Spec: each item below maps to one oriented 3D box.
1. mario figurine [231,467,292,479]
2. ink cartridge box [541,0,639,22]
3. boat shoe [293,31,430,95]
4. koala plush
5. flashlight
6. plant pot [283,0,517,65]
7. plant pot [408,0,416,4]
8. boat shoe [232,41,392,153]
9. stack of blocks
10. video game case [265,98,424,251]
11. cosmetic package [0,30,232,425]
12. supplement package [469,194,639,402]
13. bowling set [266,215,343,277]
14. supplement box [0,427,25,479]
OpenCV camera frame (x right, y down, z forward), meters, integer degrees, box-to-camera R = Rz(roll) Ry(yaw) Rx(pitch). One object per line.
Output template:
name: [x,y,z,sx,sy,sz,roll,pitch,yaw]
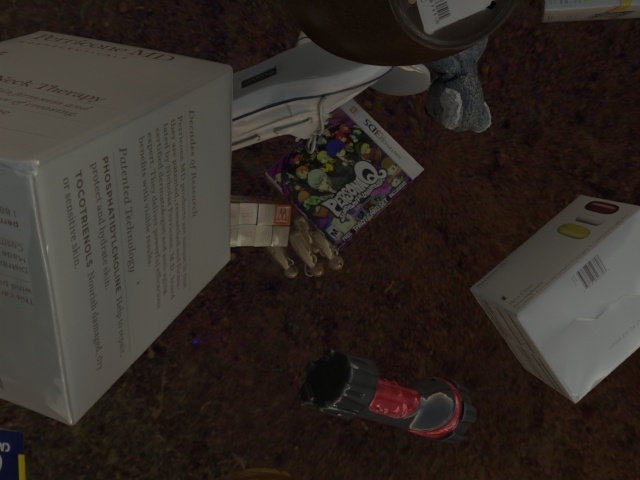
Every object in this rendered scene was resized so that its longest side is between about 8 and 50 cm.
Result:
mario figurine: [-0.078,0.392,0.569,0.170,0.198,0.320,-7,56,-10]
ink cartridge box: [0.406,-0.381,0.839,0.176,0.127,0.128,2,102,17]
boat shoe: [0.084,-0.355,1.164,0.268,0.096,0.088,11,64,2]
koala plush: [0.270,-0.325,1.236,0.203,0.196,0.221,-23,77,35]
flashlight: [0.110,0.222,0.862,0.103,0.304,0.103,-1,68,43]
plant pot: [0.079,-0.244,0.537,0.216,0.230,0.215,-5,119,-9]
plant pot: [0.134,-0.583,1.423,0.257,0.274,0.256,2,97,17]
boat shoe: [-0.037,-0.224,1.028,0.367,0.135,0.156,-17,135,12]
stack of blocks: [-0.226,-0.043,1.185,0.171,0.297,0.087,15,101,47]
video game case: [0.047,-0.131,1.173,0.232,0.042,0.210,-42,81,-6]
cosmetic package: [-0.344,-0.053,0.782,0.330,0.393,0.327,14,122,13]
supplement package: [0.425,0.088,0.993,0.262,0.145,0.204,-40,109,-5]
bowling set: [0.000,0.000,1.738,0.287,0.200,0.154,-1,126,51]
supplement box: [-0.354,0.331,0.435,0.195,0.194,0.356,-32,56,15]
